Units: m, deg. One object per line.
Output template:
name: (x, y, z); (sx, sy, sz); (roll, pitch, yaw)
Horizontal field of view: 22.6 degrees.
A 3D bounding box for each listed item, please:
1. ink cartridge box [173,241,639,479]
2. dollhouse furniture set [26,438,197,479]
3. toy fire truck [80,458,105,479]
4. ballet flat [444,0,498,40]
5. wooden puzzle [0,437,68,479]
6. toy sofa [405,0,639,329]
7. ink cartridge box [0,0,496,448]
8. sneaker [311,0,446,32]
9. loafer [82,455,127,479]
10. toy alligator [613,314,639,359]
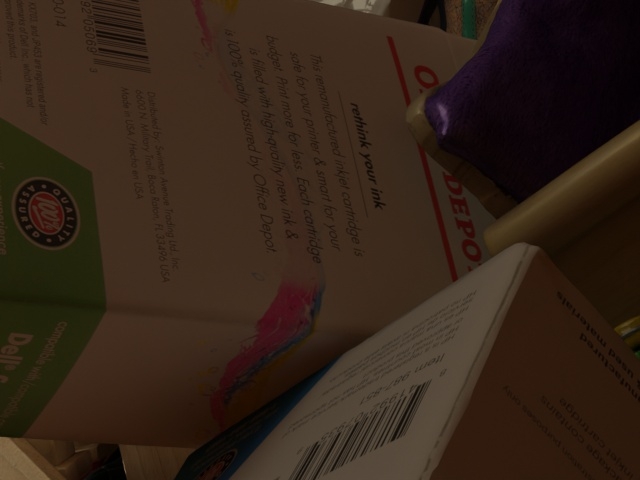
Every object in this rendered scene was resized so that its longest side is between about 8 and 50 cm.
ink cartridge box: (-0.003, 0.172, 0.563); (0.223, 0.129, 0.307); (-35, 13, 37)
dollhouse furniture set: (-0.039, 0.156, 1.004); (0.355, 0.174, 0.303); (-11, 4, 10)
toy fire truck: (-0.232, 0.062, 1.523); (0.254, 0.169, 0.302); (-43, -31, -58)
ballet flat: (0.169, -0.150, 1.014); (0.107, 0.106, 0.316); (-9, 9, 30)
wooden puzzle: (-0.228, 0.245, 0.785); (0.322, 0.348, 0.080); (-47, -33, -11)
toy sofa: (0.190, -0.104, 0.800); (0.150, 0.177, 0.362); (-35, 13, 34)
ink cartridge box: (-0.031, -0.011, 0.767); (0.119, 0.353, 0.207); (-52, 40, 44)
sneaker: (0.047, -0.104, 1.070); (0.130, 0.236, 0.323); (20, 67, 35)
loafer: (-0.142, 0.191, 1.218); (0.170, 0.062, 0.061); (-44, -12, -23)
toy alligator: (0.179, 0.037, 0.645); (0.189, 0.056, 0.051); (-38, -28, 28)
